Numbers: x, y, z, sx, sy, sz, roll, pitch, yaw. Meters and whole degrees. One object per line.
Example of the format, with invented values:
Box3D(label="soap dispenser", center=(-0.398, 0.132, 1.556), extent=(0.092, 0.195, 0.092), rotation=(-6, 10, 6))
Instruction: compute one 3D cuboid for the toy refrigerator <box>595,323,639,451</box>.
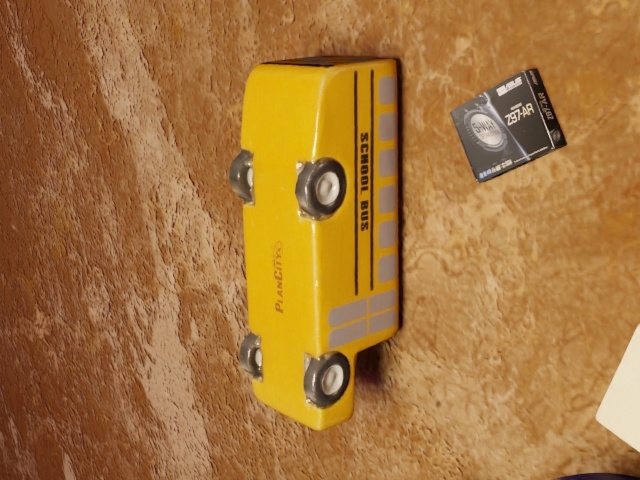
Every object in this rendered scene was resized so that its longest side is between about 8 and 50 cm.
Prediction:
Box3D(label="toy refrigerator", center=(0.318, 0.146, 0.536), extent=(0.269, 0.102, 0.094), rotation=(36, 126, 35))

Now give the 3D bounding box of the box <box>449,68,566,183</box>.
Box3D(label="box", center=(0.151, -0.092, 0.710), extent=(0.083, 0.018, 0.067), rotation=(-25, 84, 49))

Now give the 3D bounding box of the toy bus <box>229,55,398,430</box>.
Box3D(label="toy bus", center=(0.000, 0.000, 0.822), extent=(0.108, 0.130, 0.332), rotation=(14, 112, 44))

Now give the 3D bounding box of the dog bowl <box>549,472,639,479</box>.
Box3D(label="dog bowl", center=(0.204, 0.297, 0.586), extent=(0.104, 0.265, 0.265), rotation=(122, 131, -88))
